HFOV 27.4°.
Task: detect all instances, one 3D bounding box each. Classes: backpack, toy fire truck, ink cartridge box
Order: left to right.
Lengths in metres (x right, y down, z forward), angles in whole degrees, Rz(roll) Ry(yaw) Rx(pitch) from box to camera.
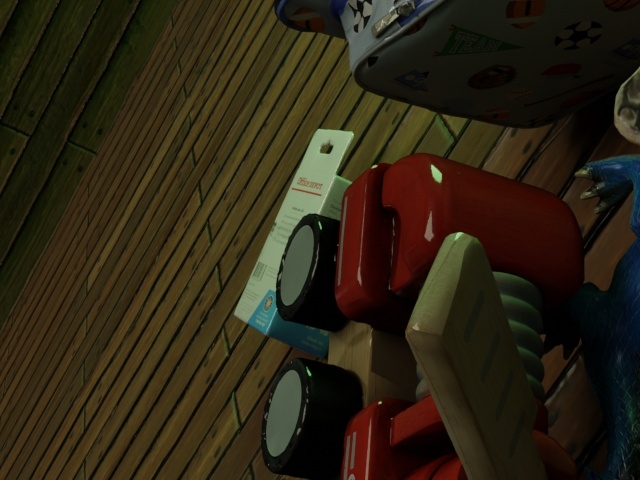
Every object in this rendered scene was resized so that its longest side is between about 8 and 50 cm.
[{"bbox_3d":[0.000,0.000,1.109,0.180,0.060,0.104,-66,19,-1],"label":"ink cartridge box"},{"bbox_3d":[0.055,0.047,0.564,0.246,0.158,0.217,138,143,-55],"label":"toy fire truck"},{"bbox_3d":[0.120,-0.201,0.773,0.263,0.276,0.213,-40,61,37],"label":"backpack"}]

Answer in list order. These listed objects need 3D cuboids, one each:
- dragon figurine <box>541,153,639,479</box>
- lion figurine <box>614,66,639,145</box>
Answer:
[{"bbox_3d":[0.177,0.015,0.602,0.289,0.085,0.144,-68,21,6],"label":"dragon figurine"},{"bbox_3d":[0.212,-0.087,0.489,0.142,0.240,0.392,-42,41,40],"label":"lion figurine"}]
